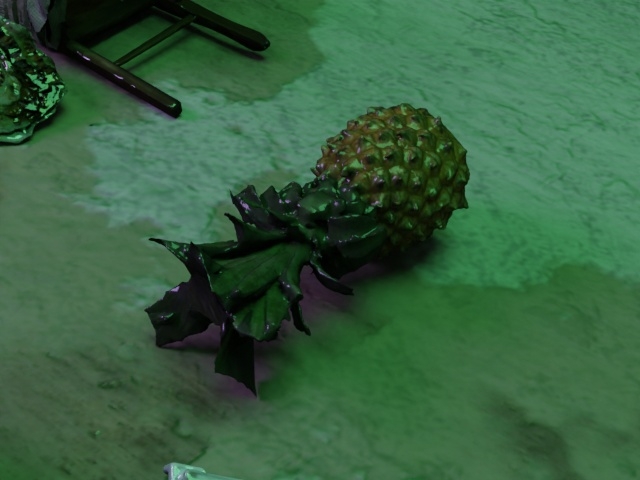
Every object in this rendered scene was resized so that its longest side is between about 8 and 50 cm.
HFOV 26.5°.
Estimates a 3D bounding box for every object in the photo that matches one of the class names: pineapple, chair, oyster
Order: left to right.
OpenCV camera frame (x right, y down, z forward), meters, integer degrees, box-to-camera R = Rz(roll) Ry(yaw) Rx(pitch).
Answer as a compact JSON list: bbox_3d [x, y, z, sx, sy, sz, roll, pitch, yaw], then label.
[{"bbox_3d":[-0.301,-0.135,1.110,0.177,0.064,0.125,23,52,-1],"label":"oyster"},{"bbox_3d":[-0.215,-0.255,1.209,0.319,0.160,0.186,27,45,19],"label":"chair"},{"bbox_3d":[0.000,0.000,0.968,0.277,0.119,0.130,-34,99,-42],"label":"pineapple"}]

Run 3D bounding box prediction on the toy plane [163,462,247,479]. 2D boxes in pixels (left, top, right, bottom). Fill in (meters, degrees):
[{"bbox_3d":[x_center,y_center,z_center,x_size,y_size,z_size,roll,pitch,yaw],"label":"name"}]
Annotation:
[{"bbox_3d":[-0.084,0.194,0.712,0.174,0.080,0.174,4,55,-6],"label":"toy plane"}]
